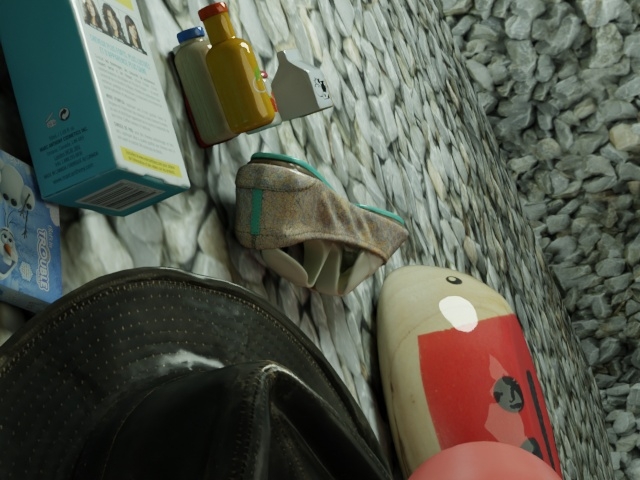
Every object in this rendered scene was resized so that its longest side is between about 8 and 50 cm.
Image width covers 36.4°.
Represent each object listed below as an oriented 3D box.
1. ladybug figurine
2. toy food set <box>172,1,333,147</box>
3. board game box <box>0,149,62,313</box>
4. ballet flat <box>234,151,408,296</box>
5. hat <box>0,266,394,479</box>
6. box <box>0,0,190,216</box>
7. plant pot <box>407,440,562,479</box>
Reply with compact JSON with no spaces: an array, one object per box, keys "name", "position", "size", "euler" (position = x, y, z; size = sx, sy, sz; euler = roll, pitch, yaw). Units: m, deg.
[{"name":"ladybug figurine","position":[0.197,0.238,1.214],"size":[0.305,0.161,0.450],"euler":[6,69,-69]},{"name":"toy food set","position":[-0.067,-0.153,0.893],"size":[0.232,0.111,0.105],"euler":[-33,106,-67]},{"name":"board game box","position":[-0.190,-0.009,0.582],"size":[0.090,0.020,0.090],"euler":[37,40,-61]},{"name":"ballet flat","position":[0.000,0.000,1.005],"size":[0.316,0.107,0.106],"euler":[23,73,-59]},{"name":"hat","position":[-0.039,0.155,0.517],"size":[0.331,0.134,0.331],"euler":[15,61,-30]},{"name":"box","position":[-0.167,-0.143,0.661],"size":[0.100,0.060,0.244],"euler":[15,55,-70]},{"name":"plant pot","position":[0.166,0.332,0.944],"size":[0.243,0.274,0.275],"euler":[-68,138,-75]}]
